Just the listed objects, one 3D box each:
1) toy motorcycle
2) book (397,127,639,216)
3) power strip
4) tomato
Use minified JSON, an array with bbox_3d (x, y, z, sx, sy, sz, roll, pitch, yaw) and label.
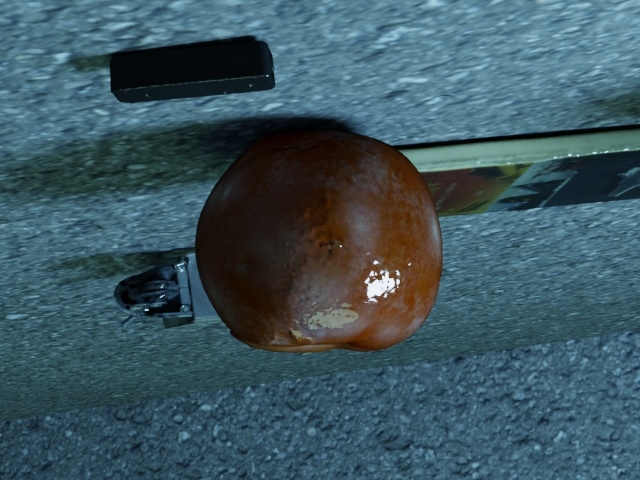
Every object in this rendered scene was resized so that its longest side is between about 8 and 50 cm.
[{"bbox_3d":[-0.114,0.056,1.823,0.263,0.091,0.157,-5,174,-19],"label":"toy motorcycle"},{"bbox_3d":[0.197,-0.062,1.552,0.374,0.028,0.262,-6,171,-6],"label":"book"},{"bbox_3d":[-0.086,-0.115,1.080,0.111,0.029,0.038,-5,170,4],"label":"power strip"},{"bbox_3d":[0.000,0.000,1.324,0.208,0.184,0.208,-1,173,0],"label":"tomato"}]
